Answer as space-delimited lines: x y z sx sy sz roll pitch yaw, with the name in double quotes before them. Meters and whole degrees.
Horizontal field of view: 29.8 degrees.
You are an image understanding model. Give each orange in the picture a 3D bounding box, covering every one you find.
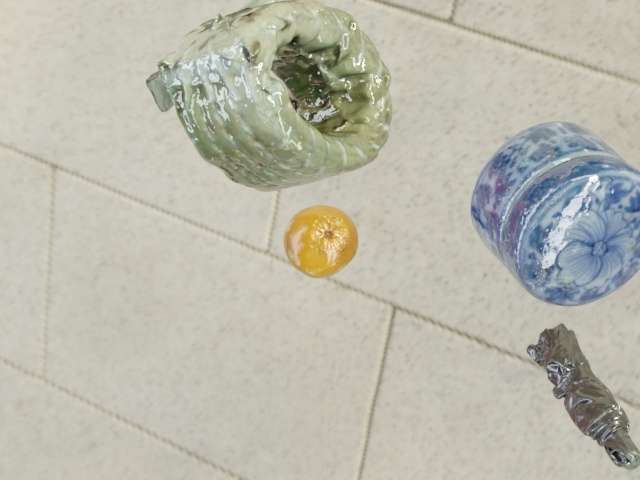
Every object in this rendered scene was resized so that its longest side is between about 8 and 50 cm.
"orange" 0.000 0.000 1.305 0.083 0.083 0.070 42 165 10

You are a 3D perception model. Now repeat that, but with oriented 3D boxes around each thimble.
"thimble" -0.019 -0.070 0.567 0.062 0.110 0.084 -11 69 38

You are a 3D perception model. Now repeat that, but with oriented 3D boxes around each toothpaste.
"toothpaste" -0.137 -0.253 1.581 0.038 0.233 0.060 27 149 35

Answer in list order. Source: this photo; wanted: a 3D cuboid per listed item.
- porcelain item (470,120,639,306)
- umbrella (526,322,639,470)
"porcelain item" 0.222 -0.022 1.087 0.114 0.147 0.147 -124 41 -52
"umbrella" 0.342 0.199 1.534 0.066 0.059 0.236 -51 36 18
